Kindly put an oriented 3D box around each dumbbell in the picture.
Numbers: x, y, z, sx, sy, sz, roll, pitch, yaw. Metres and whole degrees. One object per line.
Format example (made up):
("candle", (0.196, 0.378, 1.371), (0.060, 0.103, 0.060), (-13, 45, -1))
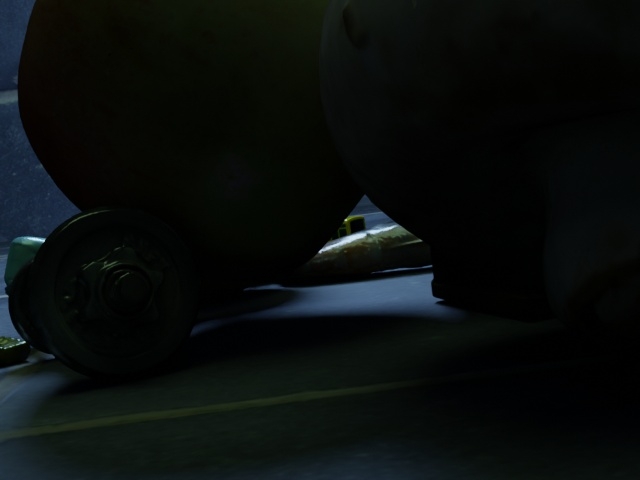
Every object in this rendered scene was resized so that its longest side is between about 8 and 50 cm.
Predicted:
("dumbbell", (-0.167, 0.042, 0.762), (0.110, 0.110, 0.254), (-9, -2, -27))

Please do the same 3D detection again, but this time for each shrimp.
("shrimp", (0.075, 0.004, 1.137), (0.251, 0.052, 0.143), (-7, 2, 4))

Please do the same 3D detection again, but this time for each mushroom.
("mushroom", (0.175, -0.050, 0.524), (0.363, 0.294, 0.362), (5, -20, 2))

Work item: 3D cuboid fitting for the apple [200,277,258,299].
("apple", (-0.122, -0.040, 1.065), (0.196, 0.195, 0.196), (-7, 4, 1))

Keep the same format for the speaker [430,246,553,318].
("speaker", (0.210, -0.039, 0.825), (0.231, 0.153, 0.192), (-8, 4, -18))

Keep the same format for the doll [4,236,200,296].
("doll", (-0.182, 0.036, 0.926), (0.159, 0.059, 0.159), (7, -17, -6))

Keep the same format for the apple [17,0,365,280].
("apple", (-0.072, -0.128, 0.824), (0.277, 0.319, 0.319), (33, 2, -5))

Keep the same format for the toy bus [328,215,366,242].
("toy bus", (0.000, 0.000, 1.256), (0.102, 0.058, 0.052), (-4, 5, 29))

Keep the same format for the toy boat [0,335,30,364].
("toy boat", (-0.277, 0.089, 0.798), (0.115, 0.016, 0.063), (-10, 6, -42))
